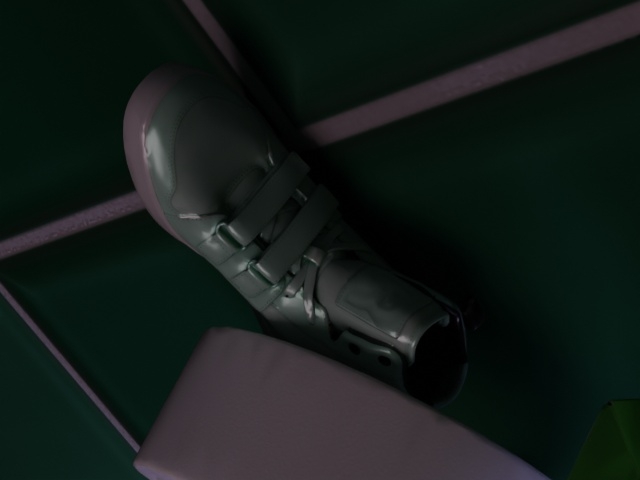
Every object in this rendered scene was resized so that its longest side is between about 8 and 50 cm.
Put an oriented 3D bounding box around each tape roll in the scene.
[{"bbox_3d":[0.028,0.166,0.871,0.286,0.100,0.286,27,164,8],"label":"tape roll"}]

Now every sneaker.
[{"bbox_3d":[0.000,0.000,0.797,0.151,0.094,0.256,13,148,46],"label":"sneaker"}]

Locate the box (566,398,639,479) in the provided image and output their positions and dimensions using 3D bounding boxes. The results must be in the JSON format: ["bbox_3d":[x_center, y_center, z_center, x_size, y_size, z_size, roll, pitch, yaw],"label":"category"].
[{"bbox_3d":[0.274,0.185,0.659,0.231,0.127,0.262,44,152,-21],"label":"box"}]
